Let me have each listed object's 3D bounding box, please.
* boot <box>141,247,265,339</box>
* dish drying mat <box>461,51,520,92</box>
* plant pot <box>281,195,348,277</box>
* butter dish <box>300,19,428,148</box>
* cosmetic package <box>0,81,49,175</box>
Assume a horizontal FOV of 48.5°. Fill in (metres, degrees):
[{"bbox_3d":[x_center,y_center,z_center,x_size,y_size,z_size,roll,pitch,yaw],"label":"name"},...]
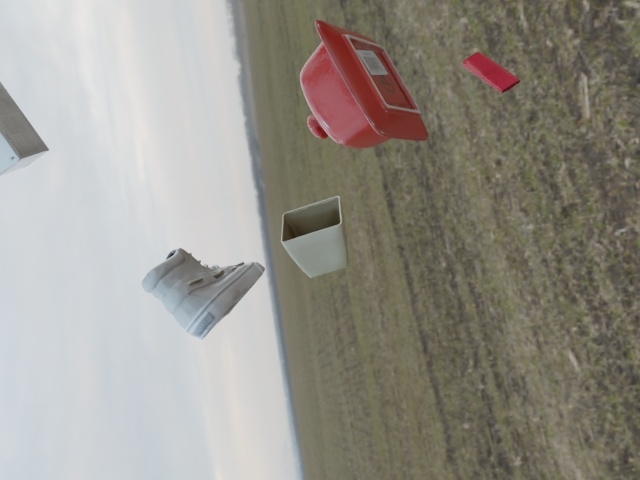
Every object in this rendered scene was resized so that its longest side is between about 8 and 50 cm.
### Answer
[{"bbox_3d":[-0.168,0.051,1.044,0.123,0.095,0.258,41,-168,0],"label":"boot"},{"bbox_3d":[0.222,-0.220,0.929,0.083,0.032,0.008,50,166,38],"label":"dish drying mat"},{"bbox_3d":[0.000,0.000,1.253,0.109,0.109,0.096,-92,-19,-60],"label":"plant pot"},{"bbox_3d":[0.034,-0.168,0.865,0.160,0.118,0.160,-10,-110,-59],"label":"butter dish"},{"bbox_3d":[-0.512,-0.211,1.042,0.239,0.060,0.099,57,-170,-10],"label":"cosmetic package"}]
